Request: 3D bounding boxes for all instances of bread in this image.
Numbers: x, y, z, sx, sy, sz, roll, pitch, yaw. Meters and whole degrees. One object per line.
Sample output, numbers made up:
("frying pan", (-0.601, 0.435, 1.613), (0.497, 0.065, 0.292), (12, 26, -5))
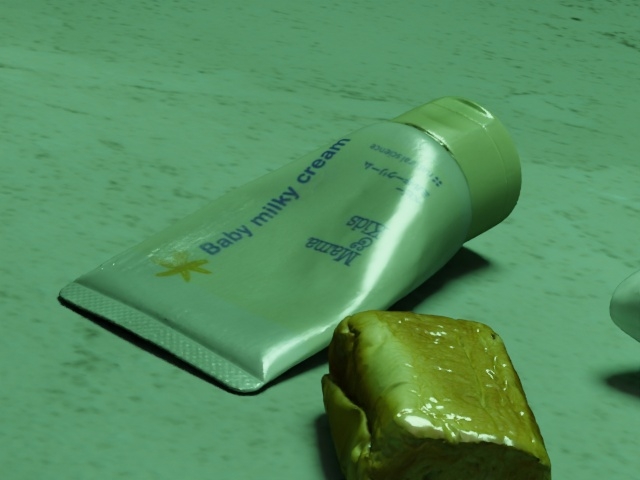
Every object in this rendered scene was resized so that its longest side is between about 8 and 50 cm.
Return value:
("bread", (0.041, 0.069, 0.738), (0.074, 0.053, 0.132), (8, 21, -12))

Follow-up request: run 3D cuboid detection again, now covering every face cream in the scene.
("face cream", (0.000, 0.000, 0.898), (0.114, 0.070, 0.224), (24, 35, 34))

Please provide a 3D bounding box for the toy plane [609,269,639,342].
("toy plane", (0.253, 0.025, 0.866), (0.255, 0.101, 0.251), (6, 33, -8))
